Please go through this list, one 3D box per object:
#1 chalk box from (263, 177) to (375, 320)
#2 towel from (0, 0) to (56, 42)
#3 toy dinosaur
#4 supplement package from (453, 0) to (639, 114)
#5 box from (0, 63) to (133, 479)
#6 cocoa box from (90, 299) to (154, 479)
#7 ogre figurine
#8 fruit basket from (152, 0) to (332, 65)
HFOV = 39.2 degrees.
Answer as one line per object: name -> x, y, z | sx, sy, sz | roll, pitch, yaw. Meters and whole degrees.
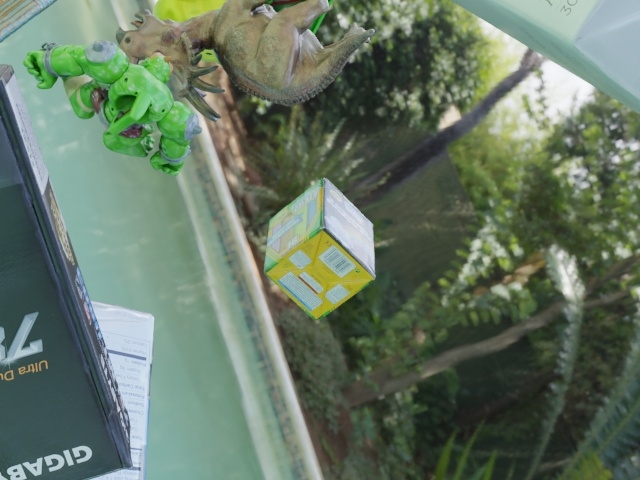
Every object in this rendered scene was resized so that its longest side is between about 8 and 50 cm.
chalk box -> 0.000, 0.000, 1.482 | 0.132, 0.132, 0.213 | 44, 23, -22
towel -> -0.548, -0.411, 1.364 | 0.040, 0.271, 0.370 | -61, 180, 45
toy dinosaur -> -0.071, -0.211, 1.038 | 0.295, 0.200, 0.127 | 25, -19, 31
supplement package -> 0.148, -0.213, 0.544 | 0.175, 0.177, 0.293 | 20, 20, -42
box -> -0.307, 0.060, 0.600 | 0.073, 0.295, 0.293 | -121, -162, -70
cocoa box -> -0.371, 0.213, 1.002 | 0.231, 0.347, 0.228 | 17, 60, -36
ogre figurine -> -0.203, -0.143, 0.943 | 0.118, 0.097, 0.197 | -13, -63, 49
fruit basket -> -0.147, -0.447, 1.750 | 0.283, 0.392, 0.392 | 29, 2, -6
